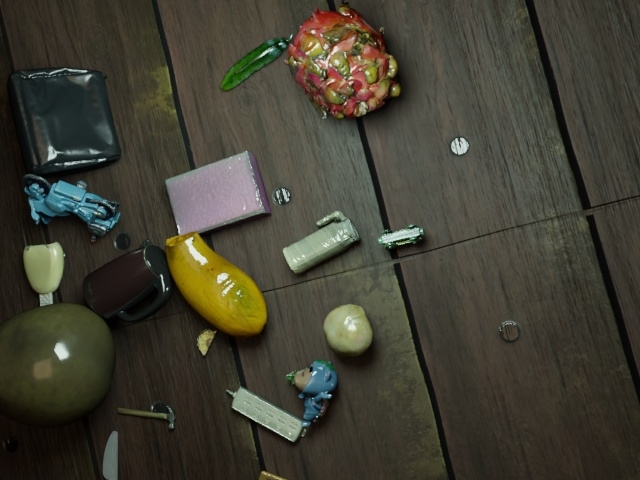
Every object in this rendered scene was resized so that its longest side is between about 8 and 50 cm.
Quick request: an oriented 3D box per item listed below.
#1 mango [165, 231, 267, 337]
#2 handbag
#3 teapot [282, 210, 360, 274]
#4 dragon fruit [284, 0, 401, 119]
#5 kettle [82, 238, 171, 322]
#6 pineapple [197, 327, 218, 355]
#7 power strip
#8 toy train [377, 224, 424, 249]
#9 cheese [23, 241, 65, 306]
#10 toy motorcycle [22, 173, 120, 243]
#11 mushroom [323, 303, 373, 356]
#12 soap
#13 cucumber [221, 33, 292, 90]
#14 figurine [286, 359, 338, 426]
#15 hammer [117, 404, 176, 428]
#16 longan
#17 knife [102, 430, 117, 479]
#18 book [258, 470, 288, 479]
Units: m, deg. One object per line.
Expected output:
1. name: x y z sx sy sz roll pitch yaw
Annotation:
1. mango: -0.284 0.124 1.739 0.359 0.144 0.187 42 129 6
2. handbag: -0.734 -0.336 1.865 0.177 0.274 0.302 -21 83 56
3. teapot: 0.000 0.000 1.733 0.200 0.077 0.107 -28 63 10
4. dragon fruit: 0.075 -0.445 1.648 0.291 0.250 0.269 37 77 16
5. kettle: -0.516 0.123 1.769 0.232 0.144 0.202 -30 64 22
6. pineapple: -0.325 0.280 1.819 0.045 0.019 0.083 24 92 6
7. power strip: -0.154 0.471 1.770 0.252 0.027 0.060 26 93 12
8. toy train: 0.211 -0.006 1.682 0.122 0.081 0.050 -12 77 10
9. cheese: -0.813 0.133 1.910 0.127 0.054 0.252 -6 87 15
10. toy motorcycle: -0.712 -0.095 1.837 0.272 0.182 0.124 22 55 -13
11. mushroom: 0.074 0.237 1.686 0.148 0.112 0.148 -9 75 34
12. soap: -0.285 -0.121 1.791 0.259 0.081 0.181 -19 84 12
13. cucumber: -0.180 -0.502 1.797 0.250 0.056 0.056 -32 82 11
14. figurine: -0.031 0.399 1.713 0.144 0.114 0.178 12 99 14
15. hammer: -0.498 0.495 1.849 0.181 0.017 0.062 5 89 13
16. longan: -0.736 0.334 1.755 0.360 0.361 0.361 0 88 12
17. knife: -0.604 0.676 1.862 0.058 0.032 0.244 -10 82 20
18. book: -0.052 0.772 1.744 0.295 0.020 0.208 16 91 12
